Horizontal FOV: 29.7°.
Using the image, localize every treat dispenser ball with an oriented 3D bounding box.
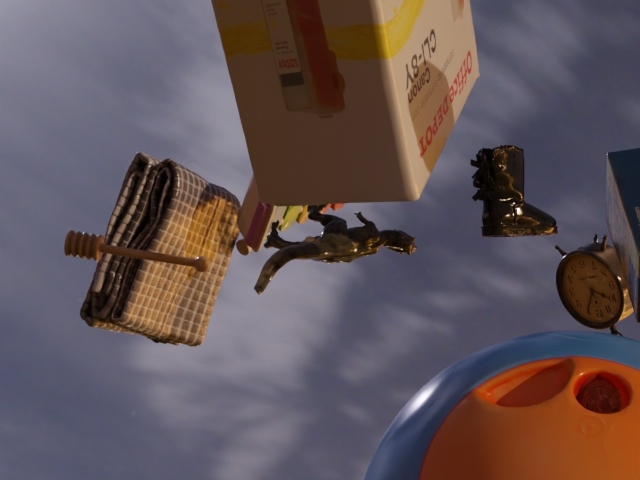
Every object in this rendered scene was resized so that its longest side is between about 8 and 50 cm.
[{"bbox_3d":[0.165,0.202,0.788,0.288,0.288,0.288,7,-29,4],"label":"treat dispenser ball"}]

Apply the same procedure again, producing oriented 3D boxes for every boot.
[{"bbox_3d":[0.216,-0.053,1.332,0.121,0.099,0.045,0,-5,-40],"label":"boot"}]

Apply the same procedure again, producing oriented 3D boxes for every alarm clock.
[{"bbox_3d":[0.438,0.087,1.869,0.064,0.192,0.129,-19,3,-35],"label":"alarm clock"}]

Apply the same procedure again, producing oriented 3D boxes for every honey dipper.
[{"bbox_3d":[-0.198,0.016,1.315,0.161,0.030,0.030,10,-29,6],"label":"honey dipper"}]

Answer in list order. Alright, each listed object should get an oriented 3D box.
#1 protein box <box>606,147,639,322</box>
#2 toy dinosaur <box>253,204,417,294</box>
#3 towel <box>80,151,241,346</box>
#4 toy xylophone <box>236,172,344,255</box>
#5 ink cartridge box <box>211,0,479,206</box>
[{"bbox_3d":[0.499,-0.020,1.600,0.201,0.199,0.136,-9,-45,5],"label":"protein box"},{"bbox_3d":[0.000,0.000,1.493,0.268,0.118,0.064,-14,-55,-36],"label":"toy dinosaur"},{"bbox_3d":[-0.246,0.026,1.933,0.121,0.283,0.235,17,-5,26],"label":"towel"},{"bbox_3d":[-0.025,-0.082,1.982,0.081,0.323,0.236,40,-36,18],"label":"toy xylophone"},{"bbox_3d":[0.022,-0.261,1.098,0.160,0.279,0.384,1,-58,22],"label":"ink cartridge box"}]
